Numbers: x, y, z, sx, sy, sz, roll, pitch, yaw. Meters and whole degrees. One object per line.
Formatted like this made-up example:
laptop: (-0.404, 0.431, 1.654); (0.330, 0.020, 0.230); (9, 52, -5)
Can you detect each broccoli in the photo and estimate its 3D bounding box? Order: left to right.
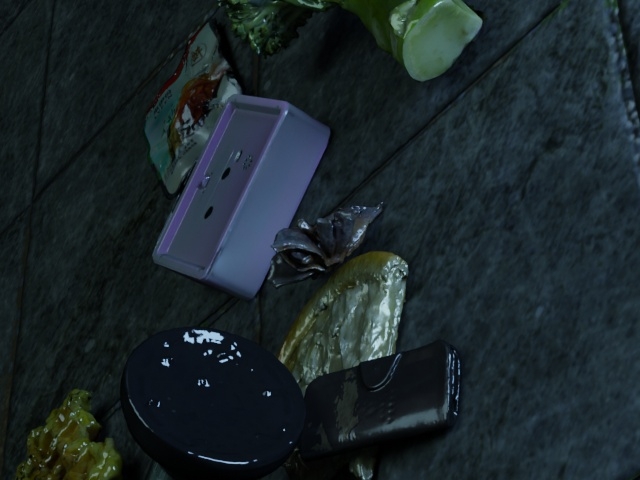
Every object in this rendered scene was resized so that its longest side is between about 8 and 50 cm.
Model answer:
broccoli: (0.016, -0.255, 1.852); (0.252, 0.221, 0.361); (-17, 40, 5)

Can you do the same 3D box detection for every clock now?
clock: (-0.082, -0.046, 1.943); (0.150, 0.063, 0.197); (15, 79, 62)

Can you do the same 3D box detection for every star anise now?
star anise: (-0.008, 0.003, 1.725); (0.124, 0.129, 0.056); (-39, 76, 29)

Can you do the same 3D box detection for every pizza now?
pizza: (0.005, 0.134, 1.666); (0.181, 0.034, 0.262); (-33, 40, 43)

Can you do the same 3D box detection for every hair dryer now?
hair dryer: (-0.137, 0.167, 1.717); (0.320, 0.156, 0.284); (117, 154, -47)

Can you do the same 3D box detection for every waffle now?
waffle: (-0.279, 0.284, 2.000); (0.291, 0.051, 0.291); (-42, 32, 35)

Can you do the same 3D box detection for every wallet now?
wallet: (0.048, 0.132, 1.569); (0.157, 0.018, 0.082); (-16, 55, 36)

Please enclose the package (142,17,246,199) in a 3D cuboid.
package: (-0.153, -0.154, 2.190); (0.166, 0.040, 0.232); (-54, 27, 18)
